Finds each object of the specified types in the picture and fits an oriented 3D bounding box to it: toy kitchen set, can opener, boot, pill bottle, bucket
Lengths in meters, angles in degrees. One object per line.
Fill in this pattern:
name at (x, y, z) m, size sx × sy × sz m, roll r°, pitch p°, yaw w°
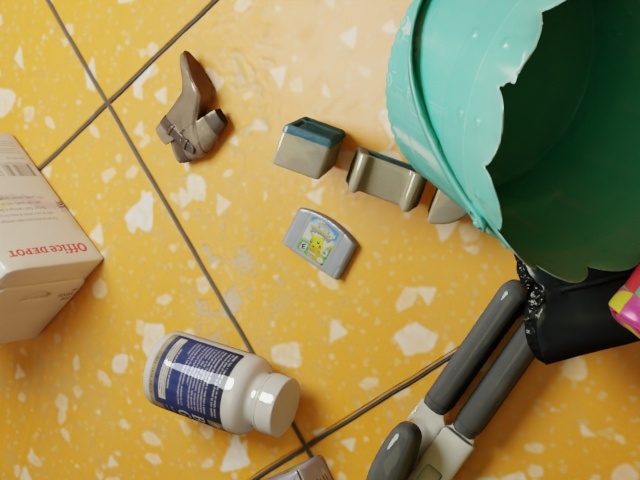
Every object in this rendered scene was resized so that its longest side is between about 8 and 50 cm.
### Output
toy kitchen set at (0.081, -0.127, 0.927) m, size 0.207 × 0.122 × 0.166 m, roll 21°, pitch 103°, yaw 3°
can opener at (0.138, 0.171, 0.911) m, size 0.076 × 0.095 × 0.283 m, roll 37°, pitch 109°, yaw 19°
boot at (0.295, 0.084, 0.806) m, size 0.207 × 0.094 × 0.246 m, roll -16°, pitch 80°, yaw 12°
pill bottle at (-0.113, 0.170, 1.037) m, size 0.169 × 0.094 × 0.094 m, roll 13°, pitch 100°, yaw 25°
bucket at (0.200, -0.124, 0.745) m, size 0.183 × 0.281 × 0.281 m, roll 39°, pitch 113°, yaw 53°
boot at (-0.164, -0.155, 1.069) m, size 0.087 × 0.042 × 0.118 m, roll -31°, pitch 80°, yaw 27°

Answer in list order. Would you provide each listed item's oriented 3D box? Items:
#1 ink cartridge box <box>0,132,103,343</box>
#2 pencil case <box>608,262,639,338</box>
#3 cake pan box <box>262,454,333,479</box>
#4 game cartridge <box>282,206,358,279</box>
ink cartridge box at (-0.440, -0.001, 1.145) m, size 0.168 × 0.171 × 0.233 m, roll -46°, pitch 74°, yaw 22°
pencil case at (0.330, -0.001, 0.702) m, size 0.104 × 0.104 × 0.236 m, roll 36°, pitch 92°, yaw 20°
cake pan box at (-0.048, 0.419, 1.039) m, size 0.245 × 0.070 × 0.267 m, roll -33°, pitch 79°, yaw 27°
game cartridge at (0.000, 0.000, 1.013) m, size 0.083 × 0.017 × 0.056 m, roll 33°, pitch 104°, yaw 21°
